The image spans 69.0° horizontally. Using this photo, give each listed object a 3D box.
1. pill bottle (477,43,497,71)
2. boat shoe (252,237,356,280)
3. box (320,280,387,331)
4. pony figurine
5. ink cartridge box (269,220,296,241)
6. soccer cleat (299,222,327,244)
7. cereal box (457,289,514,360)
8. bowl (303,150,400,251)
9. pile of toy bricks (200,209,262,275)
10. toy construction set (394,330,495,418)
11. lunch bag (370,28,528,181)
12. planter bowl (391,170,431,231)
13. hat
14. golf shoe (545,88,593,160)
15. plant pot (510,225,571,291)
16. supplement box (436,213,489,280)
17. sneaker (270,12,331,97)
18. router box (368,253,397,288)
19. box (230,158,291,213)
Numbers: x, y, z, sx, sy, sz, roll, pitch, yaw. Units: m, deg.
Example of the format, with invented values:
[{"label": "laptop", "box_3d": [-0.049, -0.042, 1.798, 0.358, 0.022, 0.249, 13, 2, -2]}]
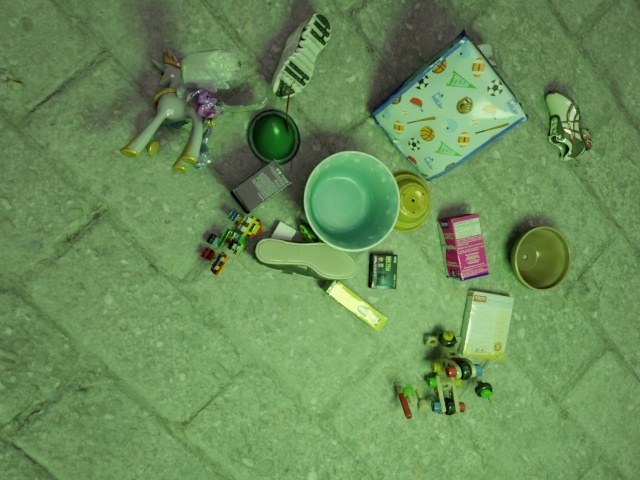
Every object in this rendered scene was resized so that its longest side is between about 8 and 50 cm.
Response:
[{"label": "pill bottle", "box_3d": [0.557, -0.556, 1.628, 0.121, 0.121, 0.221, -8, 94, -14]}, {"label": "boat shoe", "box_3d": [-0.053, 0.061, 1.488, 0.336, 0.095, 0.112, 12, 74, -14]}, {"label": "box", "box_3d": [0.112, 0.211, 1.564, 0.232, 0.087, 0.058, 38, 85, -14]}, {"label": "pony figurine", "box_3d": [-0.364, -0.383, 1.333, 0.351, 0.303, 0.363, 8, 75, 11]}, {"label": "ink cartridge box", "box_3d": [-0.135, 0.001, 1.522, 0.063, 0.029, 0.115, 31, 87, -13]}, {"label": "soccer cleat", "box_3d": [0.000, 0.000, 1.546, 0.072, 0.060, 0.179, -48, 108, -18]}, {"label": "cereal box", "box_3d": [0.608, 0.311, 1.710, 0.173, 0.047, 0.240, 11, 89, -14]}, {"label": "bowl", "box_3d": [0.081, -0.124, 1.503, 0.312, 0.163, 0.311, -1, 93, -14]}, {"label": "pile of toy bricks", "box_3d": [-0.268, 0.008, 1.458, 0.212, 0.118, 0.105, -56, 142, 3]}, {"label": "toy construction set", "box_3d": [0.403, 0.456, 1.617, 0.309, 0.237, 0.257, -21, 128, 4]}, {"label": "lunch bag", "box_3d": [0.402, -0.420, 1.518, 0.385, 0.239, 0.328, -38, 102, 29]}, {"label": "planter bowl", "box_3d": [0.301, -0.135, 1.596, 0.217, 0.090, 0.217, -1, 93, -14]}, {"label": "hat", "box_3d": [-0.134, -0.344, 1.430, 0.173, 0.183, 0.208, -21, 97, -12]}, {"label": "golf shoe", "box_3d": [0.904, -0.429, 1.732, 0.120, 0.105, 0.272, -35, 99, -3]}, {"label": "plant pot", "box_3d": [0.786, 0.064, 1.714, 0.238, 0.110, 0.237, -1, 93, -15]}, {"label": "supplement box", "box_3d": [0.501, 0.021, 1.640, 0.114, 0.111, 0.219, -11, 94, -13]}, {"label": "sneaker", "box_3d": [-0.077, -0.578, 1.474, 0.110, 0.118, 0.292, 37, 78, -45]}, {"label": "router box", "box_3d": [0.216, 0.107, 1.609, 0.092, 0.038, 0.122, 2, 92, -15]}, {"label": "box", "box_3d": [-0.188, -0.163, 1.438, 0.158, 0.156, 0.093, -39, 100, -10]}]
